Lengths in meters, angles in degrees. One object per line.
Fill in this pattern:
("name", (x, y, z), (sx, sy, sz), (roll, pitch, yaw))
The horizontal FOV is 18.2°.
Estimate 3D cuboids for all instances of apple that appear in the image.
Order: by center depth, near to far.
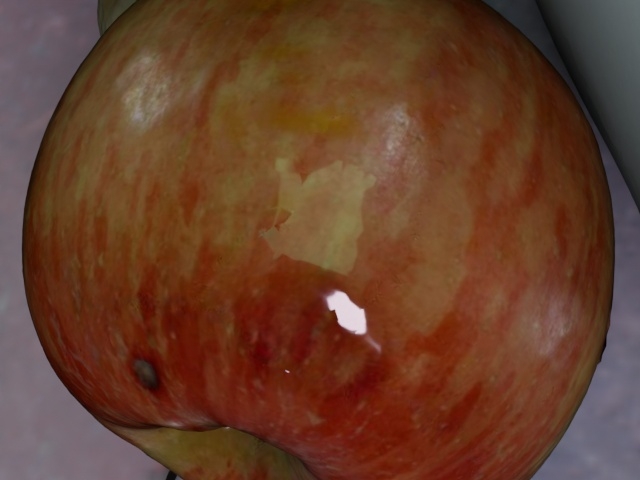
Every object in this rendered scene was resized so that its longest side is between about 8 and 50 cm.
("apple", (0.000, 0.000, 0.489), (0.146, 0.146, 0.131), (15, 64, 20))

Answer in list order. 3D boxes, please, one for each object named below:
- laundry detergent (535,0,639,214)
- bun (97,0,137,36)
("laundry detergent", (0.176, -0.045, 0.493), (0.264, 0.125, 0.398), (-5, 60, 7))
("bun", (-0.021, -0.058, 0.576), (0.086, 0.086, 0.055), (-4, 102, 9))
